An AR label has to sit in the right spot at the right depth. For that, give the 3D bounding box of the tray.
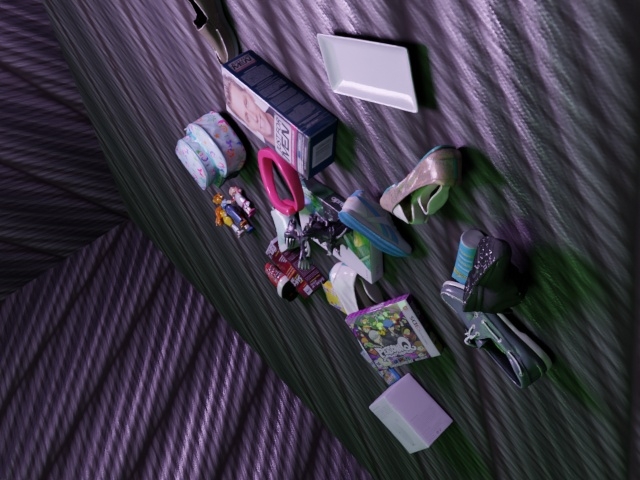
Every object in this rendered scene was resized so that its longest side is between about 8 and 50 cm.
[{"bbox_3d":[0.104,-0.362,1.281,0.270,0.030,0.145,28,146,44],"label":"tray"}]

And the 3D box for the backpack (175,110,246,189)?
[{"bbox_3d":[-0.369,-0.306,2.054,0.225,0.191,0.253,53,152,-1],"label":"backpack"}]

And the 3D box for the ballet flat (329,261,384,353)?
[{"bbox_3d":[0.163,0.239,1.939,0.139,0.139,0.400,8,130,59],"label":"ballet flat"}]

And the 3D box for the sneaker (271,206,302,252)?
[{"bbox_3d":[-0.114,-0.049,2.080,0.256,0.094,0.151,123,125,-76],"label":"sneaker"}]

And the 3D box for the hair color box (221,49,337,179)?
[{"bbox_3d":[-0.114,-0.338,1.623,0.347,0.105,0.173,43,155,22],"label":"hair color box"}]

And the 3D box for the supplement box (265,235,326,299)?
[{"bbox_3d":[-0.094,0.095,2.249,0.239,0.073,0.130,48,156,6],"label":"supplement box"}]

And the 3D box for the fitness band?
[{"bbox_3d":[-0.121,-0.184,1.838,0.291,0.054,0.208,-154,47,-68],"label":"fitness band"}]

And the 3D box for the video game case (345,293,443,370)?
[{"bbox_3d":[0.223,0.284,1.841,0.232,0.042,0.210,-24,105,35],"label":"video game case"}]

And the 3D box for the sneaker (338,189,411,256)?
[{"bbox_3d":[0.159,-0.039,1.584,0.229,0.092,0.087,38,159,-18],"label":"sneaker"}]

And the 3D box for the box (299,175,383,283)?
[{"bbox_3d":[0.054,-0.037,1.806,0.322,0.058,0.232,35,151,32],"label":"box"}]

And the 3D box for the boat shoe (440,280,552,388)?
[{"bbox_3d":[0.404,0.225,1.471,0.319,0.099,0.116,42,166,22],"label":"boat shoe"}]

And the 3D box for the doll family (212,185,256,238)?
[{"bbox_3d":[-0.351,-0.108,2.372,0.163,0.118,0.263,47,156,13],"label":"doll family"}]

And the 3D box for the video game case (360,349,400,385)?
[{"bbox_3d":[0.223,0.468,2.275,0.166,0.015,0.119,47,156,12],"label":"video game case"}]

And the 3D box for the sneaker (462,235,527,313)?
[{"bbox_3d":[0.385,0.080,1.297,0.130,0.108,0.286,11,156,11],"label":"sneaker"}]

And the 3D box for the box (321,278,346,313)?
[{"bbox_3d":[0.077,0.205,2.135,0.179,0.043,0.105,27,147,41],"label":"box"}]

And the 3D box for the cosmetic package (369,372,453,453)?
[{"bbox_3d":[0.318,0.619,2.162,0.224,0.138,0.224,46,156,11],"label":"cosmetic package"}]

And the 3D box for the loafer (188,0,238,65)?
[{"bbox_3d":[-0.302,-0.581,1.639,0.094,0.087,0.251,26,146,46],"label":"loafer"}]

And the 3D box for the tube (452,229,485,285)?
[{"bbox_3d":[0.348,0.053,1.415,0.080,0.052,0.207,41,160,29],"label":"tube"}]

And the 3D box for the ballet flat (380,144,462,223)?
[{"bbox_3d":[0.216,-0.097,1.335,0.316,0.108,0.106,127,135,-67],"label":"ballet flat"}]

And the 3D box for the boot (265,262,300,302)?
[{"bbox_3d":[-0.172,0.147,2.420,0.176,0.088,0.244,48,170,16],"label":"boot"}]

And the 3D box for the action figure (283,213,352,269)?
[{"bbox_3d":[0.000,0.000,1.701,0.276,0.164,0.140,-161,60,-66],"label":"action figure"}]
